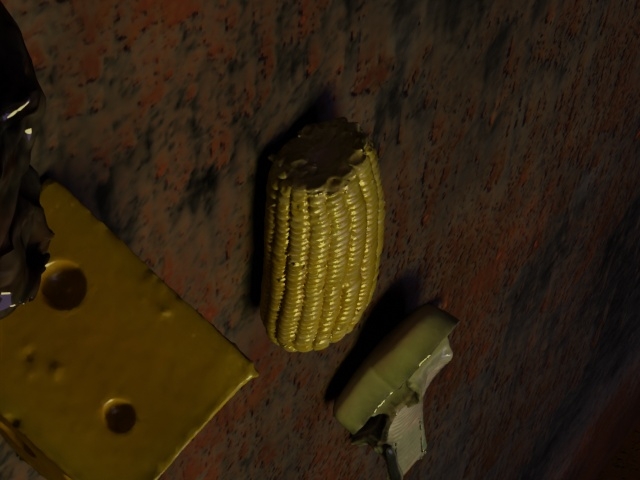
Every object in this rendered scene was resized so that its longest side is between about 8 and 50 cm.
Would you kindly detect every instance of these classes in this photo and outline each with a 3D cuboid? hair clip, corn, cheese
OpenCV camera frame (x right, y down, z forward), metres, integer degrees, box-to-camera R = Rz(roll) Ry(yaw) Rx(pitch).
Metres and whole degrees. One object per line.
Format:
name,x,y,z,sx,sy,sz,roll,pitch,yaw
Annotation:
hair clip,0.073,0.113,1.199,0.159,0.071,0.218,-48,164,-28
corn,0.000,0.000,0.871,0.085,0.063,0.165,-22,147,-15
cheese,-0.115,0.064,0.707,0.093,0.126,0.171,-48,179,-16

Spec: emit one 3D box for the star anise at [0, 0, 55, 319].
star anise,-0.164,0.023,0.480,0.223,0.109,0.236,-55,162,11
